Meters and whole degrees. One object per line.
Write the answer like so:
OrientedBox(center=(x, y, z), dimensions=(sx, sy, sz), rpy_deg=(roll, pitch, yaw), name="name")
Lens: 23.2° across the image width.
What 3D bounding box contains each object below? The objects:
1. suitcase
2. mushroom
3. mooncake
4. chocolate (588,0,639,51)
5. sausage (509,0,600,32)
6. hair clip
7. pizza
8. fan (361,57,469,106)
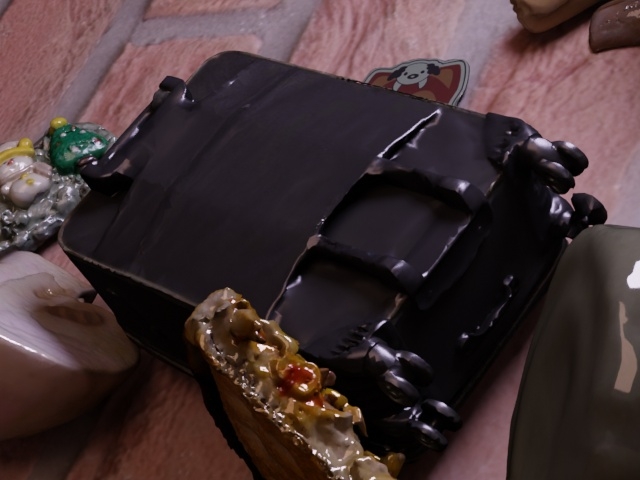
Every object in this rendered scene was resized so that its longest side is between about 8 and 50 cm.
OrientedBox(center=(0.000, 0.000, 1.299), dimensions=(0.434, 0.194, 0.283), rpy_deg=(20, 63, 40), name="suitcase")
OrientedBox(center=(-0.273, 0.123, 1.413), dimensions=(0.162, 0.173, 0.236), rpy_deg=(-57, -3, 16), name="mushroom")
OrientedBox(center=(0.208, 0.120, 1.025), dimensions=(0.135, 0.275, 0.275), rpy_deg=(15, 52, 0), name="mooncake")
OrientedBox(center=(0.296, -0.214, 1.457), dimensions=(0.101, 0.031, 0.064), rpy_deg=(-8, 42, 27), name="chocolate")
OrientedBox(center=(0.313, -0.297, 1.501), dimensions=(0.301, 0.066, 0.066), rpy_deg=(-36, 42, -3), name="sausage")
OrientedBox(center=(-0.343, -0.023, 1.604), dimensions=(0.321, 0.091, 0.138), rpy_deg=(-43, 45, -11), name="hair clip")
OrientedBox(center=(0.003, 0.139, 1.086), dimensions=(0.074, 0.251, 0.288), rpy_deg=(-45, 29, -19), name="pizza")
OrientedBox(center=(0.068, -0.099, 1.496), dimensions=(0.132, 0.009, 0.220), rpy_deg=(-5, 47, 30), name="fan")
